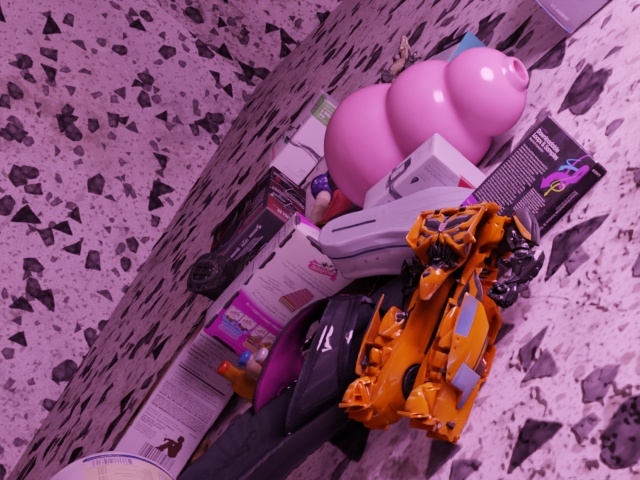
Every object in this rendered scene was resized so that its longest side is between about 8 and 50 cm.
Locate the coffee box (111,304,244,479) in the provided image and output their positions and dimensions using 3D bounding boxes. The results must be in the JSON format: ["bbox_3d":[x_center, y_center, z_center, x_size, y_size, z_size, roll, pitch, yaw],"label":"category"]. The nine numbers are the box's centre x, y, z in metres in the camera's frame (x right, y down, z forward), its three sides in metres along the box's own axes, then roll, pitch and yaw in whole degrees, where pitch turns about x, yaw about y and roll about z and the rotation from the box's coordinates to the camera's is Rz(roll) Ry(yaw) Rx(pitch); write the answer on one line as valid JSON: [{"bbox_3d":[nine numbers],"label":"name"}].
[{"bbox_3d":[-0.232,0.269,1.575,0.297,0.119,0.168,-57,6,-16],"label":"coffee box"}]

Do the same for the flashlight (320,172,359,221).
[{"bbox_3d":[0.009,-0.026,1.586,0.103,0.103,0.304,8,58,27],"label":"flashlight"}]

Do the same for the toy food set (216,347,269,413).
[{"bbox_3d":[-0.082,0.227,1.306,0.111,0.104,0.232,-50,16,7],"label":"toy food set"}]

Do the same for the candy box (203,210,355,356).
[{"bbox_3d":[-0.051,0.092,1.417,0.233,0.159,0.071,-46,18,18],"label":"candy box"}]

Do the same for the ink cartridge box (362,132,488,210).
[{"bbox_3d":[0.148,-0.062,1.276,0.150,0.109,0.063,-41,21,33],"label":"ink cartridge box"}]

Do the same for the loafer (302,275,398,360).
[{"bbox_3d":[0.035,0.106,1.287,0.220,0.078,0.080,-58,17,-19],"label":"loafer"}]

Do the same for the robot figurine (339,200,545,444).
[{"bbox_3d":[0.134,0.075,1.004,0.211,0.085,0.291,-6,55,53],"label":"robot figurine"}]

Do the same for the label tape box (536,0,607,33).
[{"bbox_3d":[0.470,-0.506,1.346,0.348,0.115,0.249,-38,21,33],"label":"label tape box"}]

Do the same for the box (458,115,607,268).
[{"bbox_3d":[0.250,-0.059,1.075,0.162,0.029,0.116,-48,36,18],"label":"box"}]

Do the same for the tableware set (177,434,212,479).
[{"bbox_3d":[-0.207,0.392,1.456,0.141,0.020,0.169,-54,16,-5],"label":"tableware set"}]

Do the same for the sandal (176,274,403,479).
[{"bbox_3d":[-0.020,0.170,1.109,0.446,0.107,0.168,-42,19,-24],"label":"sandal"}]

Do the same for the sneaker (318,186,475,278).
[{"bbox_3d":[0.127,-0.006,1.234,0.258,0.091,0.094,-10,42,30],"label":"sneaker"}]

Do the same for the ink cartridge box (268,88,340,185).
[{"bbox_3d":[-0.030,-0.255,2.237,0.219,0.093,0.160,-48,16,12],"label":"ink cartridge box"}]

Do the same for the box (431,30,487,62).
[{"bbox_3d":[0.208,-0.262,1.637,0.244,0.060,0.100,-57,17,-16],"label":"box"}]

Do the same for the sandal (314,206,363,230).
[{"bbox_3d":[0.000,0.000,1.479,0.219,0.090,0.060,-19,-27,-20],"label":"sandal"}]

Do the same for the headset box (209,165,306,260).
[{"bbox_3d":[-0.140,-0.011,1.981,0.218,0.110,0.293,-46,17,19],"label":"headset box"}]

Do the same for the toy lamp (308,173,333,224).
[{"bbox_3d":[-0.014,-0.026,1.722,0.080,0.080,0.274,-42,17,33],"label":"toy lamp"}]

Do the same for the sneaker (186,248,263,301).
[{"bbox_3d":[-0.131,0.086,1.757,0.286,0.130,0.109,6,67,46],"label":"sneaker"}]

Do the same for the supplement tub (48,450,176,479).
[{"bbox_3d":[-0.261,0.423,1.142,0.235,0.235,0.325,-54,16,-6],"label":"supplement tub"}]

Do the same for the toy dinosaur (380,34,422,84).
[{"bbox_3d":[0.161,-0.364,2.000,0.268,0.064,0.118,-60,3,-23],"label":"toy dinosaur"}]

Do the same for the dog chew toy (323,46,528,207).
[{"bbox_3d":[0.162,-0.174,1.346,0.332,0.206,0.206,-30,26,37],"label":"dog chew toy"}]
